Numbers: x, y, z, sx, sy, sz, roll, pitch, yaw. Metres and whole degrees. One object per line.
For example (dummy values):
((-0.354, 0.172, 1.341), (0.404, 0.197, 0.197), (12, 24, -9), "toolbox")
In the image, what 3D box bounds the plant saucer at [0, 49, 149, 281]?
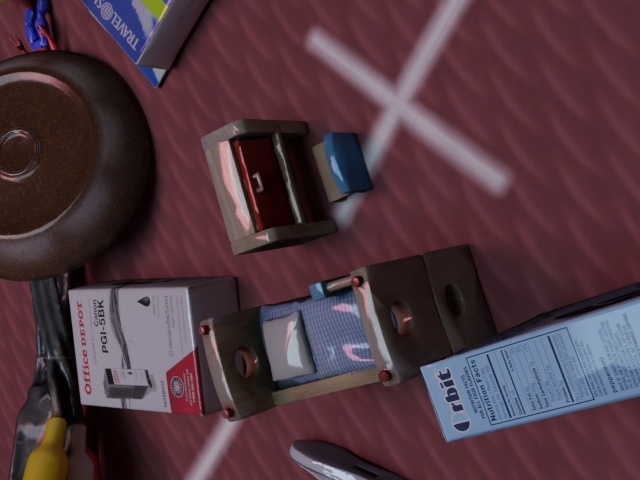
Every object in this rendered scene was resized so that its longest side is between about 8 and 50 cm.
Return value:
((-0.238, -0.067, 0.704), (0.199, 0.036, 0.198), (-2, 79, 10), "plant saucer")

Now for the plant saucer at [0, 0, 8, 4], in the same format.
((-0.270, -0.246, 0.755), (0.083, 0.015, 0.083), (-17, 64, 37), "plant saucer")

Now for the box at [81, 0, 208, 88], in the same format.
((-0.123, -0.217, 0.658), (0.109, 0.042, 0.178), (49, 119, 21), "box")

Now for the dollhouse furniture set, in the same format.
((0.000, 0.000, 0.542), (0.129, 0.129, 0.183), (-21, 83, 35), "dollhouse furniture set")

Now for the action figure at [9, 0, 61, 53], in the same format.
((-0.245, -0.174, 0.757), (0.038, 0.030, 0.115), (-20, 85, 30), "action figure")

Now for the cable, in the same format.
((-0.209, 0.125, 0.741), (0.072, 0.139, 0.287), (1, 75, 11), "cable")

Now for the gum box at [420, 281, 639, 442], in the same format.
((0.165, 0.039, 0.415), (0.184, 0.157, 0.041), (-23, 82, 34), "gum box")

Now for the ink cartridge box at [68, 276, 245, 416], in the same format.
((-0.130, 0.081, 0.686), (0.135, 0.056, 0.099), (-4, 94, 35), "ink cartridge box")

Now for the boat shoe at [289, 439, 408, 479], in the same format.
((0.019, 0.171, 0.607), (0.100, 0.035, 0.035), (17, 102, 26), "boat shoe")
